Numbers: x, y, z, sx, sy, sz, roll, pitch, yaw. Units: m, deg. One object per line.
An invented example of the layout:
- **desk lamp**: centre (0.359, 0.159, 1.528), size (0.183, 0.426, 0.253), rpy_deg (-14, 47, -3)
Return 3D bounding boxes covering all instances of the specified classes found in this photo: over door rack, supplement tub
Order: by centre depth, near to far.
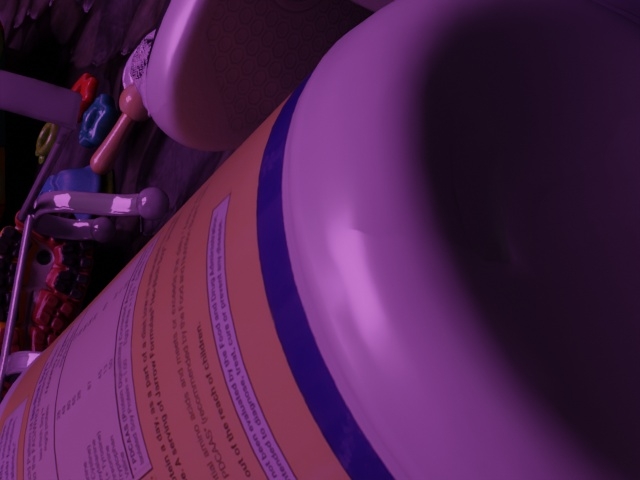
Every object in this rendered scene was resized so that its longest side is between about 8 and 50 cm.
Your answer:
- **supplement tub**: centre (0.016, 0.090, 0.645), size (0.331, 0.241, 0.241), rpy_deg (-42, 37, 41)
- **over door rack**: centre (-0.160, 0.066, 1.050), size (0.324, 0.108, 0.239), rpy_deg (109, 169, -77)

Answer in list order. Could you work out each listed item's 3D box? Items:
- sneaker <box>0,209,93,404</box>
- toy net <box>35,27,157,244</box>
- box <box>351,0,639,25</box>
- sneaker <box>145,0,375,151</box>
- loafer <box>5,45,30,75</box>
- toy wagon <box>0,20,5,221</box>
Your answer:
- **sneaker**: centre (-0.211, 0.091, 1.258), size (0.093, 0.088, 0.225), rpy_deg (139, 147, -77)
- **toy net**: centre (-0.143, -0.091, 1.287), size (0.232, 0.045, 0.122), rpy_deg (-42, 35, 39)
- **box**: centre (0.110, -0.153, 0.615), size (0.231, 0.262, 0.126), rpy_deg (-15, 59, 55)
- **sneaker**: centre (-0.026, -0.168, 0.768), size (0.147, 0.104, 0.295), rpy_deg (13, 66, 36)
- **loafer**: centre (-0.306, -0.145, 1.614), size (0.148, 0.056, 0.050), rpy_deg (159, 125, -66)
- **toy wagon**: centre (-0.341, -0.060, 1.548), size (0.267, 0.068, 0.344), rpy_deg (-3, 88, 61)
